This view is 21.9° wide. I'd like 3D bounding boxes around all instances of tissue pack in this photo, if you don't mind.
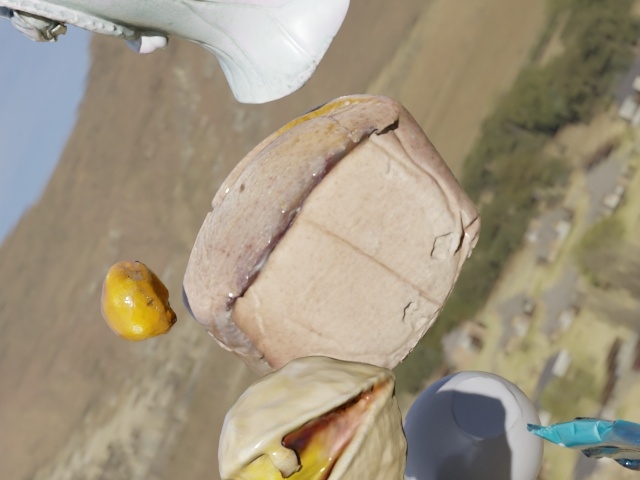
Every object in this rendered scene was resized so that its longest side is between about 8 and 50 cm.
[{"bbox_3d":[0.186,0.121,0.985,0.138,0.085,0.028,148,132,-73],"label":"tissue pack"}]

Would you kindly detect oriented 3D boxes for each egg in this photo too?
[{"bbox_3d":[0.184,0.257,2.035,0.232,0.176,0.176,95,-164,-62],"label":"egg"}]

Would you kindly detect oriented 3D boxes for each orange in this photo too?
[{"bbox_3d":[-0.179,0.060,1.583,0.062,0.086,0.086,-30,9,4],"label":"orange"}]

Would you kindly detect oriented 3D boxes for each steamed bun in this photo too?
[{"bbox_3d":[0.000,0.000,1.723,0.301,0.251,0.199,-51,31,-5],"label":"steamed bun"}]

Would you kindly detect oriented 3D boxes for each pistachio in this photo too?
[{"bbox_3d":[-0.003,0.170,1.349,0.157,0.157,0.229,-64,-10,13],"label":"pistachio"}]

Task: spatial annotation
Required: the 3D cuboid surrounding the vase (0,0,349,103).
[{"bbox_3d":[-0.187,-0.285,1.544,0.250,0.445,0.250,-32,46,41],"label":"vase"}]
